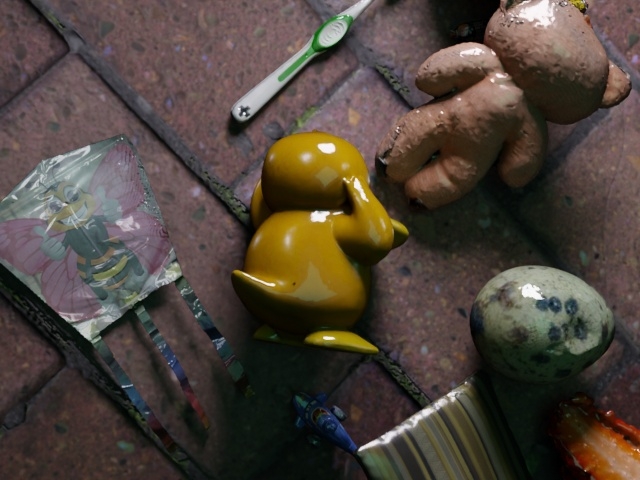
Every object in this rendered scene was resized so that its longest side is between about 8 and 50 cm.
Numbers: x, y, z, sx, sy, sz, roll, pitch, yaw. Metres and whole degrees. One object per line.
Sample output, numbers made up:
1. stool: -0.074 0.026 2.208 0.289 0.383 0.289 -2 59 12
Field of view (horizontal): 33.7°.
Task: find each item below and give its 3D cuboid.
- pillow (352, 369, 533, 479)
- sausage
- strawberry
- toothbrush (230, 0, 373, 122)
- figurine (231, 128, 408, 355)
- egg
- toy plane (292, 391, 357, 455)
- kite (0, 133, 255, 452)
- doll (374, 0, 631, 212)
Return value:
1. pillow: 0.159 0.289 1.247 0.212 0.052 0.208 -27 96 -30
2. sausage: 0.253 -0.278 1.332 0.198 0.025 0.028 -14 92 -14
3. strawberry: 0.348 0.270 1.297 0.188 0.082 0.121 45 58 3
4. toothbrush: 0.007 -0.245 1.270 0.304 0.030 0.030 -43 96 -12
5. figurine: -0.006 0.005 1.175 0.215 0.215 0.228 31 67 -9
6. egg: 0.265 0.101 1.251 0.181 0.141 0.141 5 85 -21
7. toy plane: 0.027 0.234 1.229 0.167 0.062 0.054 46 78 -17
8. kite: -0.217 0.059 1.203 0.204 0.022 0.360 -36 94 -12
9. doll: 0.201 -0.167 1.275 0.303 0.156 0.201 -38 105 16
